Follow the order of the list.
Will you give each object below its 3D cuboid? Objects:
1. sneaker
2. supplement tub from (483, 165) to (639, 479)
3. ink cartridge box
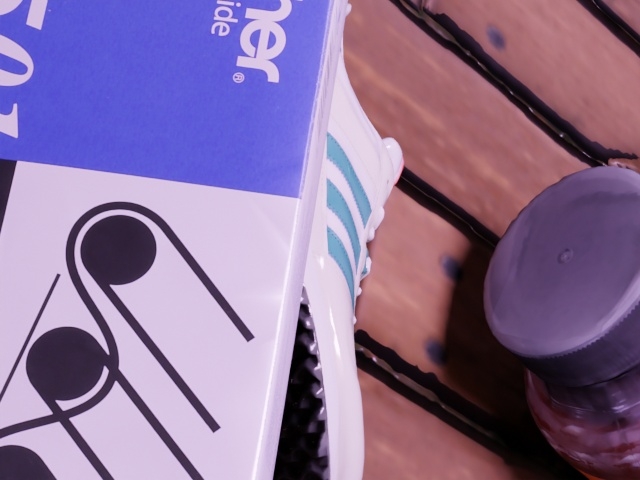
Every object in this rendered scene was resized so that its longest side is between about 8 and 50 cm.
[{"bbox_3d":[0.000,0.000,0.512,0.075,0.057,0.161,-8,83,-42],"label":"sneaker"},{"bbox_3d":[0.141,0.054,0.616,0.198,0.106,0.106,37,55,-34],"label":"supplement tub"},{"bbox_3d":[-0.052,0.002,0.425,0.046,0.097,0.207,89,9,-67],"label":"ink cartridge box"}]
